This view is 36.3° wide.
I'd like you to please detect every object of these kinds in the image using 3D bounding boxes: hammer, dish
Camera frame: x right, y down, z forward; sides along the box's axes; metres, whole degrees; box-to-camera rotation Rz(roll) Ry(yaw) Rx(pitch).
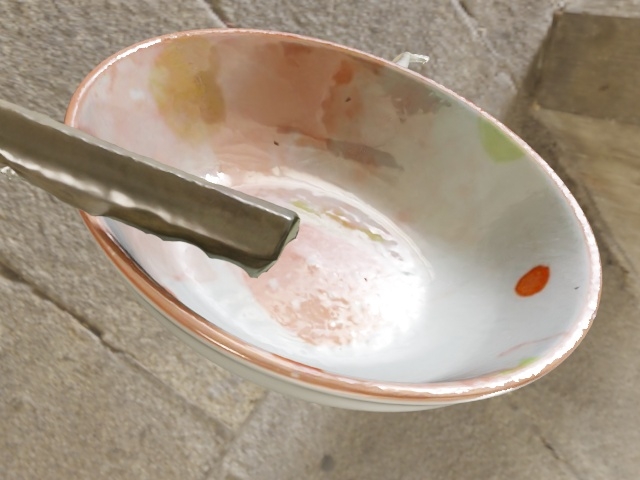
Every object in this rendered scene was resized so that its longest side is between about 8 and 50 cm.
[{"bbox_3d":[-0.149,-0.051,0.366,0.297,0.027,0.125,23,107,-3],"label":"hammer"},{"bbox_3d":[0.000,0.000,0.480,0.260,0.260,0.085,-12,138,-35],"label":"dish"}]

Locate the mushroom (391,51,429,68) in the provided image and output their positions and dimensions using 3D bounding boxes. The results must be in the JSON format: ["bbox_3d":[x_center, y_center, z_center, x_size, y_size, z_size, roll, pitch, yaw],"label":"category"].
[{"bbox_3d":[0.025,-0.167,1.011,0.306,0.068,0.043,-16,144,-36],"label":"mushroom"}]
